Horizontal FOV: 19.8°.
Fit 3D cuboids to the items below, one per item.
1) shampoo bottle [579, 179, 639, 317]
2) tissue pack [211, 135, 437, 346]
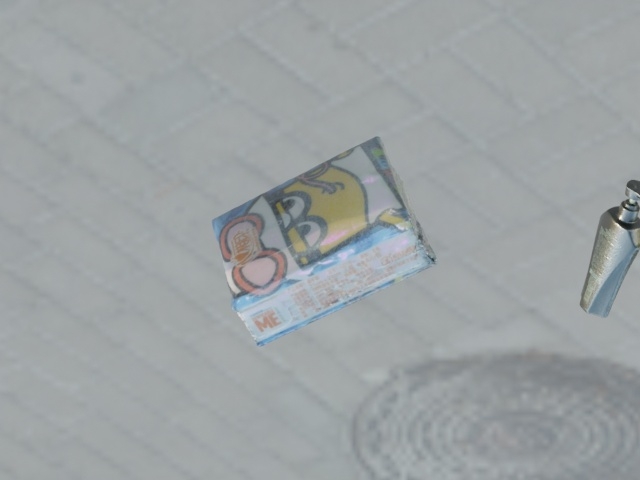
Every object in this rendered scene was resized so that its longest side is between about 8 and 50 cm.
[{"bbox_3d":[0.255,0.006,1.590,0.027,0.048,0.137,-14,135,-31],"label":"shampoo bottle"},{"bbox_3d":[0.000,0.000,1.428,0.155,0.115,0.065,-25,128,6],"label":"tissue pack"}]
